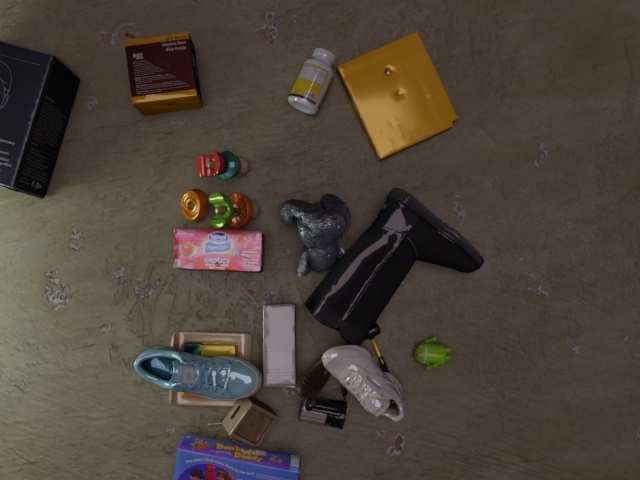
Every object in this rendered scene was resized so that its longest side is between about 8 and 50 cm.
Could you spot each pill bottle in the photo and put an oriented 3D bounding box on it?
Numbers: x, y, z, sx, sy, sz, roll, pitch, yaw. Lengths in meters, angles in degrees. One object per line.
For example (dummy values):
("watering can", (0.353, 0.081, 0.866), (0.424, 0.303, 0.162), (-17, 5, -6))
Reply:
("pill bottle", (-0.021, -0.489, 1.846), (0.103, 0.103, 0.184), (24, 85, -1))

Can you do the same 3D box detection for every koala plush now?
("koala plush", (0.000, 0.000, 1.782), (0.196, 0.203, 0.221), (-10, 115, -25))

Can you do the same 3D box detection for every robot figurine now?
("robot figurine", (0.336, 0.344, 1.820), (0.115, 0.067, 0.101), (6, 58, -2))

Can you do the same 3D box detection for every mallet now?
("mallet", (0.186, 0.340, 1.833), (0.062, 0.039, 0.189), (-30, 92, -3))

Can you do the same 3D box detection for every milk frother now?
("milk frother", (0.014, 0.471, 1.792), (0.135, 0.129, 0.143), (12, 42, -2))

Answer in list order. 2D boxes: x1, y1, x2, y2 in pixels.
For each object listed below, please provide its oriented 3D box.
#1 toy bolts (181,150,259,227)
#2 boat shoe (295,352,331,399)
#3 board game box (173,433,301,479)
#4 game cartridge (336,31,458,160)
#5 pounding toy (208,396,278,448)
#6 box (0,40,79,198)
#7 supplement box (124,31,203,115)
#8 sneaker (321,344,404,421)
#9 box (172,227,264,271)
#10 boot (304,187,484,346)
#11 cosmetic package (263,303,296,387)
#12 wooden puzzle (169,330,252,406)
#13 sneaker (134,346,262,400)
("toy bolts", (-0.294, -0.154, 1.819), (0.218, 0.158, 0.228), (3, 95, 39))
("boat shoe", (-0.012, 0.395, 1.776), (0.190, 0.072, 0.068), (-40, 100, -31))
("board game box", (-0.247, 0.707, 1.727), (0.347, 0.078, 0.233), (12, 104, -2))
("game cartridge", (0.243, -0.452, 1.888), (0.285, 0.053, 0.323), (-24, 90, -4))
("pounding toy", (-0.227, 0.528, 1.762), (0.130, 0.100, 0.141), (39, 84, -32))
("box", (-0.923, -0.356, 1.739), (0.294, 0.212, 0.395), (15, 86, -1))
("supplement box", (-0.468, -0.499, 1.812), (0.191, 0.129, 0.194), (-9, 87, -3))
("sneaker", (0.134, 0.407, 1.723), (0.305, 0.152, 0.114), (36, 111, -20))
("box", (-0.296, 0.030, 1.783), (0.257, 0.128, 0.122), (3, 86, -2))
("boot", (0.221, 0.128, 1.772), (0.367, 0.146, 0.445), (37, 83, -10))
("cosmetic package", (-0.119, 0.303, 1.773), (0.107, 0.127, 0.238), (2, 88, -1))
("wooden puzzle", (-0.327, 0.385, 1.797), (0.239, 0.044, 0.221), (2, 85, -3))
("sneaker", (-0.353, 0.385, 1.697), (0.366, 0.150, 0.135), (5, 88, 9))
